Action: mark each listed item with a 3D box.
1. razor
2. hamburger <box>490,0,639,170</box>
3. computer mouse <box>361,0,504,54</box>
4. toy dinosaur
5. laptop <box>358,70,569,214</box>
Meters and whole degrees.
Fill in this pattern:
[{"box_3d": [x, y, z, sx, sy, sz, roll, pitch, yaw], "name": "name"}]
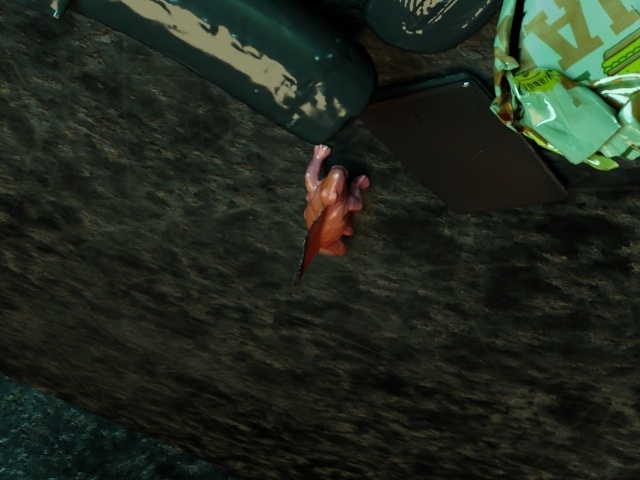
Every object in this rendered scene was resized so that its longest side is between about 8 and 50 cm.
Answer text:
[{"box_3d": [-0.108, -0.198, 0.996, 0.327, 0.107, 0.189, 25, -165, -18], "name": "razor"}, {"box_3d": [0.239, -0.153, 0.823, 0.235, 0.214, 0.125, -1, 160, 23], "name": "hamburger"}, {"box_3d": [0.091, -0.202, 0.982, 0.099, 0.057, 0.172, 35, 148, -16], "name": "computer mouse"}, {"box_3d": [-0.002, 0.005, 1.345, 0.070, 0.139, 0.286, 18, 154, 3], "name": "toy dinosaur"}, {"box_3d": [0.144, -0.095, 1.195, 0.154, 0.026, 0.207, -9, 144, 39], "name": "laptop"}]
